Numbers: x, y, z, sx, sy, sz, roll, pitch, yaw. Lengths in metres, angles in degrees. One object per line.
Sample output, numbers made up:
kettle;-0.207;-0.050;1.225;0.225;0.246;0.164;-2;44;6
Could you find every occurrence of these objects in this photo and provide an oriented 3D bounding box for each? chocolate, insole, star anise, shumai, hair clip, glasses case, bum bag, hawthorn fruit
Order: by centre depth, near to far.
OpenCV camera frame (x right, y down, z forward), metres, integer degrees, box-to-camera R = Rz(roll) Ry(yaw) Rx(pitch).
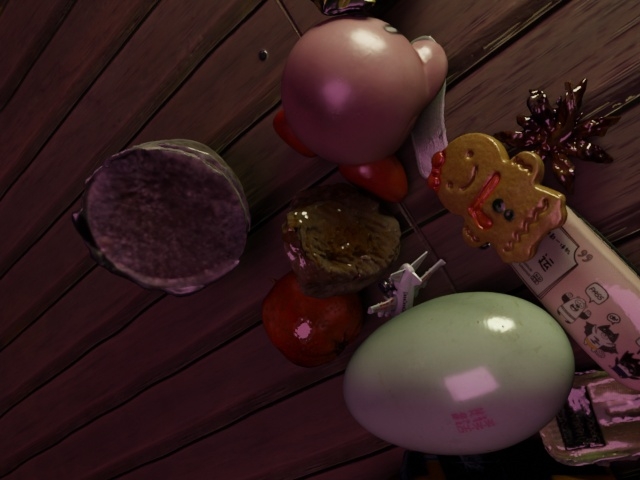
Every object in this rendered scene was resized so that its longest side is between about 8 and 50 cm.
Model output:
glasses case;0.368;0.062;0.701;0.315;0.075;0.122;56;132;25
hair clip;0.472;0.227;0.703;0.321;0.091;0.139;-25;66;33
star anise;0.335;-0.145;0.720;0.167;0.057;0.168;12;116;28
bum bag;0.077;-0.394;0.735;0.106;0.233;0.060;28;157;27
insole;0.171;-0.212;0.821;0.080;0.003;0.232;-4;98;29
shumai;0.002;0.003;0.831;0.185;0.218;0.184;-3;110;52
hawthorn fruit;-0.024;0.123;0.906;0.200;0.179;0.179;44;118;30
chocolate;-0.277;-0.074;0.961;0.302;0.213;0.304;-2;118;-4

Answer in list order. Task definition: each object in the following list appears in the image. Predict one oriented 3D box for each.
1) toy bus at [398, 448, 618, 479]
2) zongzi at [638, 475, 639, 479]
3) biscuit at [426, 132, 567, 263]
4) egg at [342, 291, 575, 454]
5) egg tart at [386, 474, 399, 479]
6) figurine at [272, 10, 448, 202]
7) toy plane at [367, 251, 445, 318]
toy bus;0.275;0.415;0.731;0.322;0.194;0.162;-2;108;2
zongzi;0.548;0.444;0.701;0.227;0.115;0.256;12;112;21
biscuit;0.247;-0.073;0.743;0.226;0.036;0.166;55;132;31
egg;0.191;0.206;0.770;0.370;0.229;0.230;-27;87;36
egg tart;0.138;0.532;0.889;0.171;0.215;0.215;45;118;25
figurine;0.042;-0.209;0.768;0.269;0.211;0.262;35;116;18
toy plane;0.136;0.088;0.846;0.066;0.162;0.171;50;156;24
